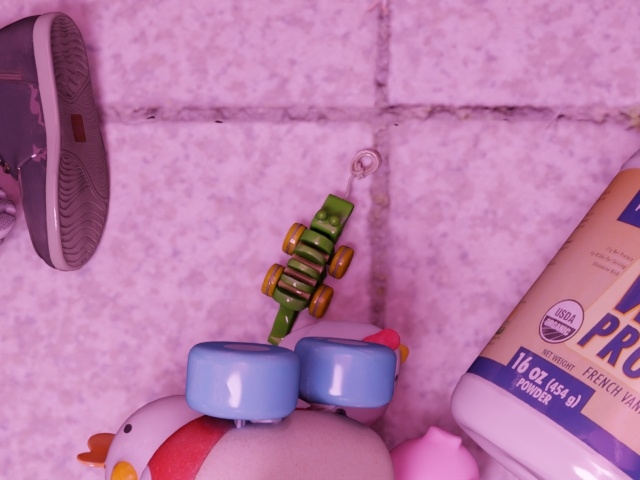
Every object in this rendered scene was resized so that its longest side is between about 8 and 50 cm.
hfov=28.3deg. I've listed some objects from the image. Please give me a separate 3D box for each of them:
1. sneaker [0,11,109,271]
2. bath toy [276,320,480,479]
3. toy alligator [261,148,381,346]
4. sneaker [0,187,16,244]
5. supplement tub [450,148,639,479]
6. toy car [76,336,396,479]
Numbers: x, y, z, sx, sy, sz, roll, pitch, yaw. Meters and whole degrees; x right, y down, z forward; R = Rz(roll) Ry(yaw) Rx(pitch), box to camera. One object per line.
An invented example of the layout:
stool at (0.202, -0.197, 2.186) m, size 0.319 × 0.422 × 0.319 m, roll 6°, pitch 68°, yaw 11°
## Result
sneaker at (-0.257, -0.079, 1.101) m, size 0.118 × 0.083 × 0.222 m, roll -8°, pitch 84°, yaw 23°
bath toy at (0.075, 0.211, 0.969) m, size 0.129 × 0.151 × 0.348 m, roll -38°, pitch 69°, yaw 41°
toy alligator at (0.000, 0.000, 1.061) m, size 0.056 × 0.051 × 0.190 m, roll 25°, pitch 81°, yaw 10°
sneaker at (-0.385, -0.057, 1.084) m, size 0.281 × 0.105 × 0.115 m, roll 43°, pitch 114°, yaw 25°
supplement tub at (0.272, 0.068, 0.931) m, size 0.228 × 0.228 × 0.316 m, roll 37°, pitch 84°, yaw 12°
toy car at (-0.090, 0.170, 0.885) m, size 0.238 × 0.210 × 0.219 m, roll 6°, pitch 91°, yaw 37°
